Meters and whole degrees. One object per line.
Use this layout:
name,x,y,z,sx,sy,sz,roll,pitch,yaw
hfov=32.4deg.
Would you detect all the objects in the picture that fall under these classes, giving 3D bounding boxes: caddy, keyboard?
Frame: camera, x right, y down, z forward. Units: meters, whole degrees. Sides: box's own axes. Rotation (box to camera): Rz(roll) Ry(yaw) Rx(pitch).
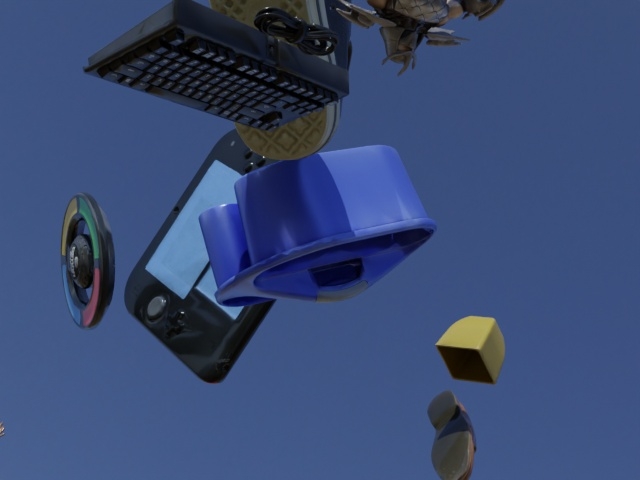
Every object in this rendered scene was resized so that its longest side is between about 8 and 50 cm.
caddy,0.000,0.000,1.526,0.241,0.341,0.179,-35,-109,51
keyboard,-0.045,-0.103,0.663,0.108,0.180,0.023,-27,-108,27

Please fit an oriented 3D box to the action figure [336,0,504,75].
action figure,0.118,-0.308,1.134,0.099,0.185,0.285,29,-73,45

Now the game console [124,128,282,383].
game console,-0.157,0.009,1.831,0.060,0.387,0.342,33,0,-38

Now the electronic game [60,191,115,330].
electronic game,-0.392,0.035,1.828,0.048,0.229,0.229,-2,-40,-29

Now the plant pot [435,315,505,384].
plant pot,0.243,0.164,1.718,0.081,0.083,0.081,3,-47,40

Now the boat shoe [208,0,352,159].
boat shoe,-0.051,-0.347,1.296,0.186,0.156,0.500,0,-68,13

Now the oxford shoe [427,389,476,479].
oxford shoe,0.220,0.319,1.733,0.076,0.212,0.076,-37,-72,19

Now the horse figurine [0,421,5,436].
horse figurine,-0.442,0.227,1.214,0.174,0.263,0.066,40,-86,0
